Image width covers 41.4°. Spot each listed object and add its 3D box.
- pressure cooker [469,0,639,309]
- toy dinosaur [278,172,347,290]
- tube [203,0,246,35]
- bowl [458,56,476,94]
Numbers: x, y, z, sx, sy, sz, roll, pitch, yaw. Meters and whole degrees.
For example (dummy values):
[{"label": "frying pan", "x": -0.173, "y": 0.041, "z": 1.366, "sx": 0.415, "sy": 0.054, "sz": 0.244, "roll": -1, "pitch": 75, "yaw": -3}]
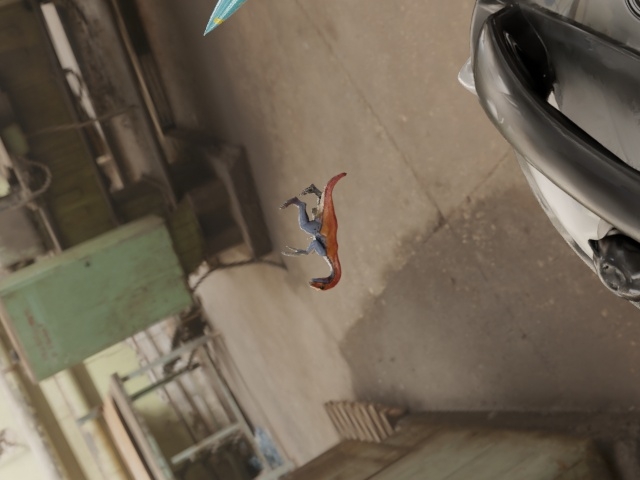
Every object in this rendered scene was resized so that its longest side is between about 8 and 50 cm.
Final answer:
[{"label": "pressure cooker", "x": 0.334, "y": -0.120, "z": 0.579, "sx": 0.375, "sy": 0.420, "sz": 0.370, "roll": 63, "pitch": 157, "yaw": -8}, {"label": "toy dinosaur", "x": 0.000, "y": 0.000, "z": 0.673, "sx": 0.090, "sy": 0.047, "sz": 0.082, "roll": -19, "pitch": 105, "yaw": 53}, {"label": "tube", "x": -0.146, "y": -0.414, "z": 1.433, "sx": 0.052, "sy": 0.080, "sz": 0.207, "roll": 47, "pitch": 156, "yaw": -9}, {"label": "bowl", "x": 0.324, "y": -0.301, "z": 1.483, "sx": 0.142, "sy": 0.142, "sz": 0.053, "roll": -49, "pitch": 53, "yaw": 22}]
